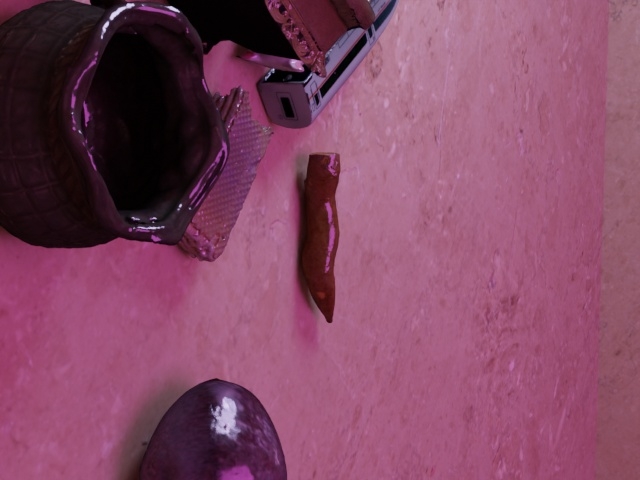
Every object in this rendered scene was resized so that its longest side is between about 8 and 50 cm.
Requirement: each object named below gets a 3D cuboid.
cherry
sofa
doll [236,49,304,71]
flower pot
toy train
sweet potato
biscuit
[{"bbox_3d":[-0.141,0.311,1.628,0.213,0.183,0.266,40,43,-63],"label":"cherry"},{"bbox_3d":[-0.074,-0.352,1.605,0.182,0.258,0.200,-59,140,-17],"label":"sofa"},{"bbox_3d":[-0.047,-0.329,1.787,0.107,0.110,0.181,50,54,-76],"label":"doll"},{"bbox_3d":[-0.246,-0.133,1.374,0.302,0.213,0.302,-10,102,-58],"label":"flower pot"},{"bbox_3d":[0.038,-0.322,1.950,0.407,0.086,0.088,-55,136,-41],"label":"toy train"},{"bbox_3d":[0.000,0.000,1.947,0.067,0.059,0.281,-113,-155,-80],"label":"sweet potato"},{"bbox_3d":[-0.142,-0.093,1.701,0.108,0.062,0.239,55,49,-49],"label":"biscuit"}]
